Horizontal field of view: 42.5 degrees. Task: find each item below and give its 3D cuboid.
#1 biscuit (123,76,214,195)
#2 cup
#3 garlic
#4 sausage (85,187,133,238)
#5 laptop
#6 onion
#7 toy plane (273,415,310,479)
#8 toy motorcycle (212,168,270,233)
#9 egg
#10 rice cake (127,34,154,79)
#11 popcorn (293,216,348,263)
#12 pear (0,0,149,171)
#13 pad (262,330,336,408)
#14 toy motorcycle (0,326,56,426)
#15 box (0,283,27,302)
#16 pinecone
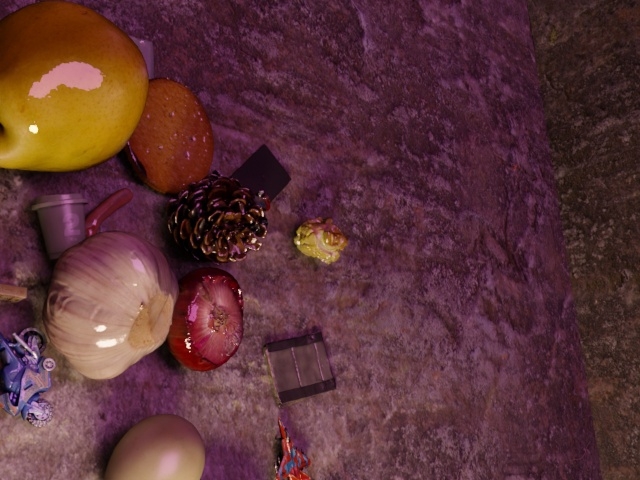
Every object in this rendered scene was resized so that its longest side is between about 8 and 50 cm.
[{"bbox_3d":[-0.383,-0.262,2.073,0.305,0.038,0.306,10,77,-51],"label":"biscuit"},{"bbox_3d":[-0.560,-0.030,1.783,0.120,0.120,0.141,-6,92,-47],"label":"cup"},{"bbox_3d":[-0.440,0.116,1.722,0.317,0.259,0.318,14,90,-68],"label":"garlic"},{"bbox_3d":[-0.497,-0.065,1.905,0.047,0.040,0.177,58,43,-21],"label":"sausage"},{"bbox_3d":[-0.167,-0.172,2.311,0.135,0.016,0.197,54,43,-14],"label":"laptop"},{"bbox_3d":[-0.277,0.184,1.946,0.248,0.161,0.248,7,79,-40],"label":"onion"},{"bbox_3d":[-0.084,0.537,2.076,0.130,0.061,0.189,-15,81,-47],"label":"toy plane"},{"bbox_3d":[-0.212,-0.111,2.178,0.213,0.082,0.122,39,59,-22],"label":"toy motorcycle"},{"bbox_3d":[-0.351,0.483,1.726,0.189,0.188,0.254,50,55,-19],"label":"egg"},{"bbox_3d":[-0.461,-0.414,2.084,0.080,0.042,0.222,11,67,-45],"label":"rice cake"},{"bbox_3d":[0.000,0.000,2.333,0.145,0.126,0.126,39,20,-2],"label":"popcorn"},{"bbox_3d":[-0.550,-0.315,1.720,0.363,0.362,0.418,59,37,-11],"label":"pear"},{"bbox_3d":[-0.053,0.342,2.216,0.233,0.022,0.174,-8,79,-49],"label":"pad"},{"bbox_3d":[-0.596,0.273,1.648,0.114,0.076,0.205,0,73,-39],"label":"toy motorcycle"},{"bbox_3d":[-0.647,0.106,1.671,0.083,0.053,0.024,17,63,-40],"label":"box"},{"bbox_3d":[-0.253,-0.047,2.004,0.224,0.272,0.224,-6,106,-22],"label":"pinecone"}]
